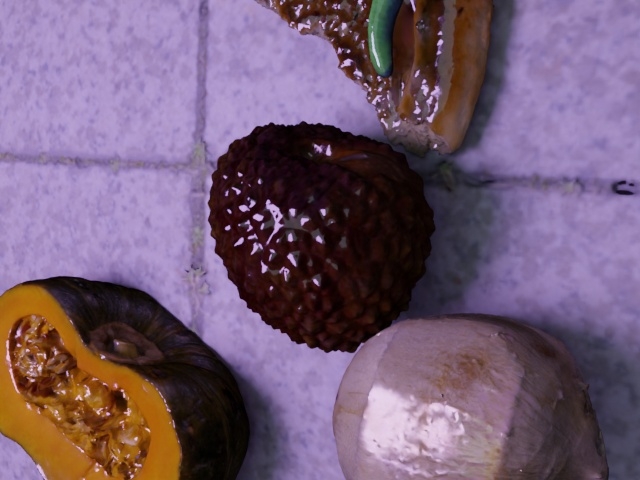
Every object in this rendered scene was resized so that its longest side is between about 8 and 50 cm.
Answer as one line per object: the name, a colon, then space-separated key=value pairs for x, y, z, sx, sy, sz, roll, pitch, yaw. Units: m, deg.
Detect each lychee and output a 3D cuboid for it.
lychee: x=0.000 y=0.000 z=0.536 sx=0.188 sy=0.188 sz=0.188 roll=3 pitch=96 yaw=27

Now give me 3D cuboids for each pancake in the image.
pancake: x=0.030 y=-0.212 z=0.559 sx=0.245 sy=0.057 sz=0.266 roll=10 pitch=99 yaw=26

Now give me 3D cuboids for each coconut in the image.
coconut: x=0.115 y=0.141 z=0.481 sx=0.194 sy=0.194 sz=0.194 roll=3 pitch=96 yaw=27

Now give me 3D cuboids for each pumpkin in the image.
pumpkin: x=-0.229 y=0.184 z=0.683 sx=0.317 sy=0.139 sz=0.221 roll=34 pitch=106 yaw=20

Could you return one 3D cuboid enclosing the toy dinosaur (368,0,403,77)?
toy dinosaur: x=0.282 y=-0.286 z=0.409 sx=0.375 sy=0.144 sz=0.500 roll=25 pitch=109 yaw=11
